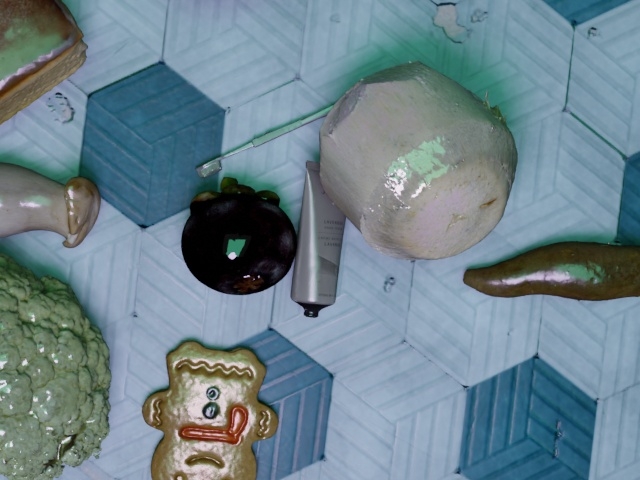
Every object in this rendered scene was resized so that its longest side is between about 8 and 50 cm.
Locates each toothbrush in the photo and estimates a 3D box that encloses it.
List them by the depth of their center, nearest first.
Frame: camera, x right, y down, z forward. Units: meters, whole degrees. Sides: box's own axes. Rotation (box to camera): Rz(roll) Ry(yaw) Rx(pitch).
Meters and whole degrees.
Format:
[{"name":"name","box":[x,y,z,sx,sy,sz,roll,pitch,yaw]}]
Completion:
[{"name":"toothbrush","box":[-0.062,-0.123,1.510,0.194,0.014,0.017,-27,93,-3]}]

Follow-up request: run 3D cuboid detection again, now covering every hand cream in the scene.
[{"name":"hand cream","box":[0.000,0.000,1.495,0.054,0.087,0.186,9,93,40]}]

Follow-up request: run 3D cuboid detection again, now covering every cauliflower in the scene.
[{"name":"cauliflower","box":[-0.378,0.152,1.419,0.272,0.275,0.250,26,132,-35]}]

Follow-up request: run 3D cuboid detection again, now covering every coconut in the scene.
[{"name":"coconut","box":[0.101,-0.099,1.428,0.224,0.224,0.234,-23,54,-3]}]

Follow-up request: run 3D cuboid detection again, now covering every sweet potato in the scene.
[{"name":"sweet potato","box":[0.297,0.041,1.512,0.244,0.077,0.077,-3,92,-5]}]

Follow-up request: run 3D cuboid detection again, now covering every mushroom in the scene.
[{"name":"mushroom","box":[-0.366,-0.042,1.452,0.213,0.088,0.097,7,90,-6]}]

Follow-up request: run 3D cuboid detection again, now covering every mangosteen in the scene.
[{"name":"mangosteen","box":[-0.097,-0.010,1.464,0.137,0.137,0.151,-6,60,-4]}]

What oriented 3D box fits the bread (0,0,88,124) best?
[{"name":"bread","box":[-0.473,-0.244,1.389,0.333,0.143,0.323,-36,83,-4]}]

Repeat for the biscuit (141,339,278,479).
[{"name":"biscuit","box":[-0.137,0.237,1.505,0.166,0.036,0.225,10,91,-6]}]
